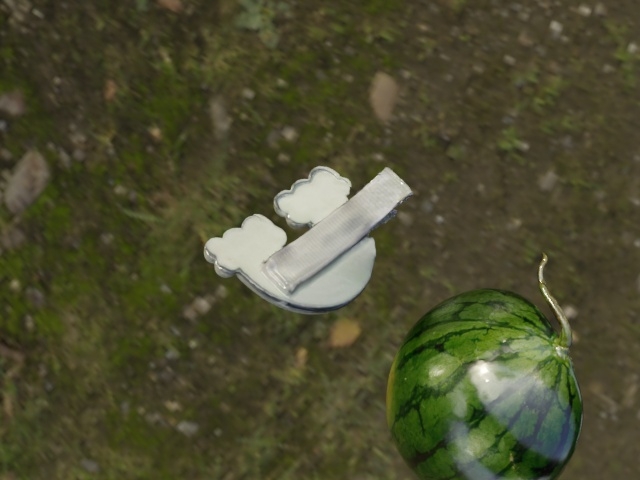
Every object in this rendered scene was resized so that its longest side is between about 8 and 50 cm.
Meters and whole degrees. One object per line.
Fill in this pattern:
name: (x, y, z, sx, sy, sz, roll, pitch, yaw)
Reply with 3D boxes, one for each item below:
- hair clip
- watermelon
hair clip: (0.000, 0.000, 1.648, 0.220, 0.140, 0.054, -37, 170, -29)
watermelon: (0.136, 0.146, 1.478, 0.127, 0.232, 0.204, -3, 70, -33)
